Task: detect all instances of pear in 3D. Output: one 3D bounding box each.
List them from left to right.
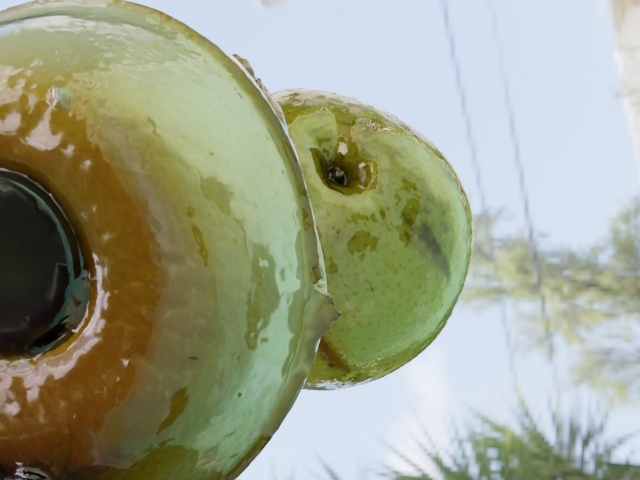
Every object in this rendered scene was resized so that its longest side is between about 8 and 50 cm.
[{"bbox_3d":[0.000,0.000,1.351,0.314,0.314,0.314,0,-90,-63],"label":"pear"}]

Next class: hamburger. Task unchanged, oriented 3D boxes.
[{"bbox_3d":[-0.103,0.013,0.587,0.147,0.237,0.237,-9,-82,-73],"label":"hamburger"}]
